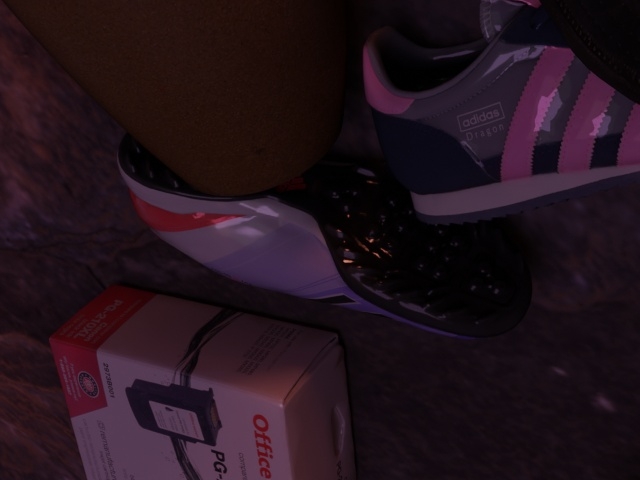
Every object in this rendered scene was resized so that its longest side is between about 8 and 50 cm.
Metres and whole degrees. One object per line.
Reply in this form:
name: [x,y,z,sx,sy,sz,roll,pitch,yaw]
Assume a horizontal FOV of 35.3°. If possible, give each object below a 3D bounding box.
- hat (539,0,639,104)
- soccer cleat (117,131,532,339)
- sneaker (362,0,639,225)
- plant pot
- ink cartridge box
hat: [0.152,-0.203,0.390,0.331,0.134,0.331,13,106,52]
soccer cleat: [0.000,0.000,0.736,0.318,0.108,0.116,21,148,17]
sneaker: [0.156,-0.104,0.555,0.319,0.112,0.131,-18,111,37]
plant pot: [-0.080,-0.160,0.612,0.237,0.237,0.254,5,136,29]
ink cartridge box: [-0.100,0.152,0.879,0.237,0.100,0.172,10,124,26]
